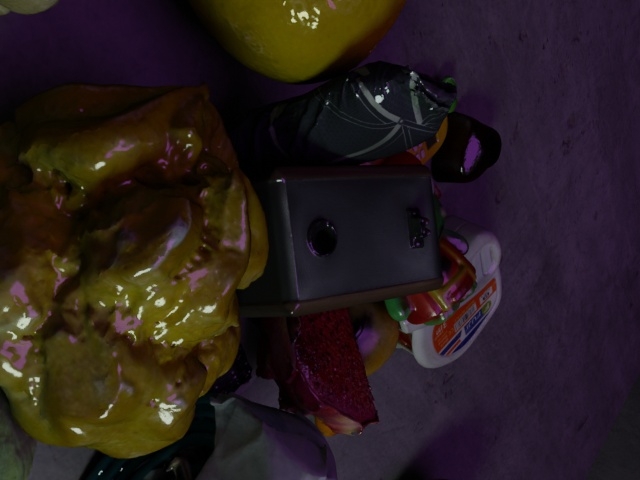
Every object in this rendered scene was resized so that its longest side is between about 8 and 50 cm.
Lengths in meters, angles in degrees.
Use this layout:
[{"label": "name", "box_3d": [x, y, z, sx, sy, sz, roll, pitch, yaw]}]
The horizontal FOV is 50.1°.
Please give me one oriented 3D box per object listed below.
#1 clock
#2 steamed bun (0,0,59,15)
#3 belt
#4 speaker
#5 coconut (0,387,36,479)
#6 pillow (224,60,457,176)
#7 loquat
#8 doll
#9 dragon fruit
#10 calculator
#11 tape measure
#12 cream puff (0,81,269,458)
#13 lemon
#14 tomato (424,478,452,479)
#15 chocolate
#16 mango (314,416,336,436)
[{"label": "clock", "box_3d": [-0.152, 0.168, 0.915, 0.198, 0.064, 0.172, -38, 131, -32]}, {"label": "steamed bun", "box_3d": [-0.263, -0.265, 0.518, 0.106, 0.192, 0.177, -7, 121, -62]}, {"label": "belt", "box_3d": [-0.161, 0.383, 0.800, 0.436, 0.300, 0.173, -53, 139, 7]}, {"label": "speaker", "box_3d": [0.000, 0.000, 0.792, 0.231, 0.192, 0.153, -6, 89, -39]}, {"label": "coconut", "box_3d": [-0.367, 0.170, 0.584, 0.236, 0.236, 0.205, -29, 94, -37]}, {"label": "pillow", "box_3d": [0.005, -0.126, 0.774, 0.161, 0.335, 0.093, -7, 88, -49]}, {"label": "loquat", "box_3d": [0.048, 0.141, 1.064, 0.163, 0.137, 0.163, -1, 91, -43]}, {"label": "doll", "box_3d": [0.092, -0.040, 1.007, 0.182, 0.160, 0.363, -42, 111, -21]}, {"label": "dragon fruit", "box_3d": [-0.037, 0.143, 0.934, 0.161, 0.126, 0.274, 7, 63, -59]}, {"label": "calculator", "box_3d": [0.148, -0.184, 1.117, 0.235, 0.032, 0.146, -44, 134, -24]}, {"label": "tape measure", "box_3d": [0.209, 0.099, 1.233, 0.258, 0.130, 0.265, -43, 139, -23]}, {"label": "cream puff", "box_3d": [-0.160, 0.013, 0.631, 0.257, 0.324, 0.291, -28, 148, 16]}, {"label": "lemon", "box_3d": [-0.039, -0.298, 0.714, 0.219, 0.240, 0.240, 28, 85, -35]}, {"label": "tomato", "box_3d": [0.241, 0.620, 1.406, 0.270, 0.227, 0.270, -11, 116, -23]}, {"label": "chocolate", "box_3d": [0.272, -0.169, 1.220, 0.148, 0.080, 0.125, -32, 128, -33]}, {"label": "mango", "box_3d": [0.018, 0.289, 1.167, 0.060, 0.046, 0.089, 20, 78, -51]}]
